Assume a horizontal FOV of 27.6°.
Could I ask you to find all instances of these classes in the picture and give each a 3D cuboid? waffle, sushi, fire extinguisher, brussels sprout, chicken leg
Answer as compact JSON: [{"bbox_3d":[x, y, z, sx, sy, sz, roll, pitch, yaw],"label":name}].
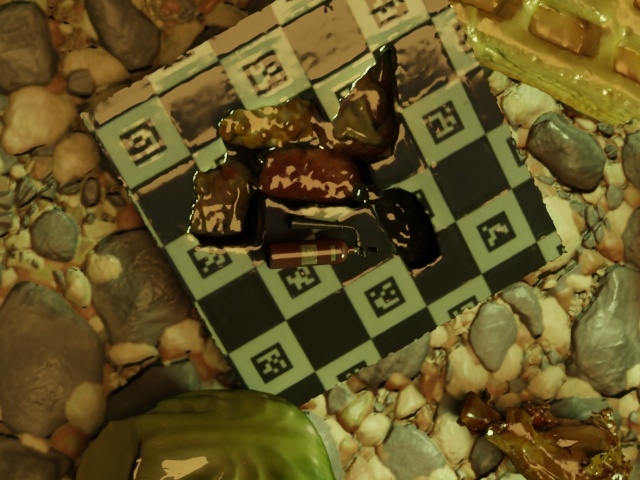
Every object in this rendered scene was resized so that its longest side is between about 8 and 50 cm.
[{"bbox_3d":[0.244,-0.314,1.269,0.304,0.077,0.348,22,88,-18],"label":"waffle"},{"bbox_3d":[0.009,-0.057,1.228,0.343,0.064,0.359,-30,110,-4],"label":"sushi"},{"bbox_3d":[-0.001,0.000,1.198,0.100,0.032,0.046,-6,73,-12],"label":"fire extinguisher"},{"bbox_3d":[-0.094,0.244,1.165,0.244,0.244,0.244,-3,98,-19],"label":"brussels sprout"},{"bbox_3d":[0.236,0.207,1.336,0.208,0.085,0.101,29,130,-14],"label":"chicken leg"}]
